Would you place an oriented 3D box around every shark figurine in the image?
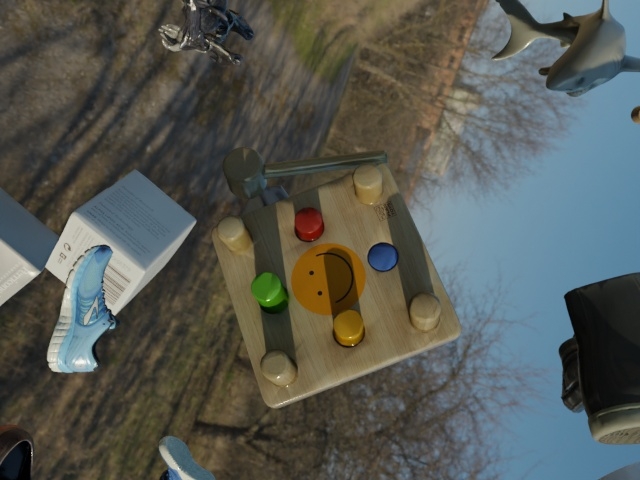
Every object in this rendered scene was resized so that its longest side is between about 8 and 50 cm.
[{"bbox_3d":[0.307,-0.263,0.764,0.278,0.166,0.116,-93,171,-60],"label":"shark figurine"}]

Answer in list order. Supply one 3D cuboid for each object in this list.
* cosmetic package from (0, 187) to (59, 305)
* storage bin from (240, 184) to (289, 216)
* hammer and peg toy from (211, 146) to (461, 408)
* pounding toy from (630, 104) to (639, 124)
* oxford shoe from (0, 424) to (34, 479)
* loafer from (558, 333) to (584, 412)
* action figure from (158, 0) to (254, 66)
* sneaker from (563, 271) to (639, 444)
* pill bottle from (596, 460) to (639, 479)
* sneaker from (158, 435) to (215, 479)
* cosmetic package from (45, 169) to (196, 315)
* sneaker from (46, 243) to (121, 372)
[{"bbox_3d":[-0.442,-0.025,0.741,0.127,0.238,0.107,-39,-158,12],"label":"cosmetic package"},{"bbox_3d":[-0.080,-0.024,1.054,0.091,0.098,0.135,62,-37,25],"label":"storage bin"},{"bbox_3d":[0.000,0.000,0.830,0.127,0.265,0.361,70,0,-67],"label":"hammer and peg toy"},{"bbox_3d":[0.634,-0.180,1.155,0.181,0.206,0.094,-54,-173,9],"label":"pounding toy"},{"bbox_3d":[-0.546,0.454,1.079,0.098,0.097,0.271,-5,-106,49],"label":"oxford shoe"},{"bbox_3d":[0.377,0.181,0.929,0.076,0.078,0.223,-54,162,27],"label":"loafer"},{"bbox_3d":[-0.213,-0.401,1.141,0.275,0.141,0.164,17,95,-81],"label":"action figure"},{"bbox_3d":[0.296,0.082,0.473,0.083,0.222,0.118,108,-18,-60],"label":"sneaker"},{"bbox_3d":[0.302,0.294,0.543,0.108,0.108,0.193,107,-32,-46],"label":"pill bottle"},{"bbox_3d":[-0.252,0.399,1.101,0.152,0.084,0.058,57,15,-34],"label":"sneaker"},{"bbox_3d":[-0.348,0.003,1.135,0.151,0.151,0.184,-46,-174,34],"label":"cosmetic package"},{"bbox_3d":[-0.279,0.085,0.794,0.063,0.073,0.162,144,-42,-81],"label":"sneaker"}]
